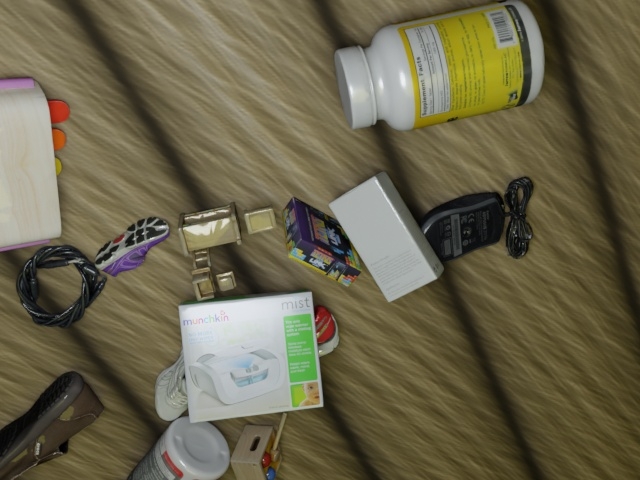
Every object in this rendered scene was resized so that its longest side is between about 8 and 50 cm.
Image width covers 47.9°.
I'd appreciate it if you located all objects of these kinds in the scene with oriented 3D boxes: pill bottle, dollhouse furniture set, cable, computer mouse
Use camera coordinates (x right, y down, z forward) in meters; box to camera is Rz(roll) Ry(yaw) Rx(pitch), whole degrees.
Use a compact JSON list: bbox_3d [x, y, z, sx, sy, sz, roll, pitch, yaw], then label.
[{"bbox_3d":[0.202,-0.299,1.268,0.334,0.188,0.187,-12,119,-2],"label":"pill bottle"},{"bbox_3d":[-0.342,0.544,1.630,0.161,0.161,0.283,29,116,-22],"label":"pill bottle"},{"bbox_3d":[-0.169,0.014,1.412,0.182,0.101,0.160,-12,112,-3],"label":"dollhouse furniture set"},{"bbox_3d":[-0.528,0.097,1.433,0.151,0.047,0.184,38,107,-24],"label":"cable"},{"bbox_3d":[0.310,-0.030,1.502,0.272,0.072,0.188,-13,118,-17],"label":"computer mouse"}]

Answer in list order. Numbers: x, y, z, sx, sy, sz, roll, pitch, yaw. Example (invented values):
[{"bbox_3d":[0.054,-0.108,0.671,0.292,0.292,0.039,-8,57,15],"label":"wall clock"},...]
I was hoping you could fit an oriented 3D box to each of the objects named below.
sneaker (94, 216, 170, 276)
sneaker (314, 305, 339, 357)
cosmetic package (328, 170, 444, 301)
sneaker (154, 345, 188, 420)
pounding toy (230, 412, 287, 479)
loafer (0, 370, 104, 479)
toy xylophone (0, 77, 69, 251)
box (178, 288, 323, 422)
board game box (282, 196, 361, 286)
[{"bbox_3d":[-0.362,0.015,1.420,0.170,0.068,0.071,-29,134,16],"label":"sneaker"},{"bbox_3d":[-0.101,0.213,1.555,0.279,0.107,0.118,-20,102,-3],"label":"sneaker"},{"bbox_3d":[0.130,-0.008,1.410,0.117,0.085,0.231,-29,93,24],"label":"cosmetic package"},{"bbox_3d":[-0.295,0.310,1.546,0.090,0.115,0.232,21,112,-19],"label":"sneaker"},{"bbox_3d":[-0.130,0.489,1.669,0.100,0.141,0.130,-1,123,18],"label":"pounding toy"},{"bbox_3d":[-0.609,0.444,1.553,0.366,0.133,0.130,-41,116,13],"label":"loafer"},{"bbox_3d":[-0.556,-0.120,1.246,0.236,0.081,0.322,-3,114,-34],"label":"toy xylophone"},{"bbox_3d":[-0.137,0.223,1.439,0.262,0.127,0.231,-5,90,-6],"label":"box"},{"bbox_3d":[0.000,0.000,1.401,0.141,0.170,0.048,29,113,-23],"label":"board game box"}]
